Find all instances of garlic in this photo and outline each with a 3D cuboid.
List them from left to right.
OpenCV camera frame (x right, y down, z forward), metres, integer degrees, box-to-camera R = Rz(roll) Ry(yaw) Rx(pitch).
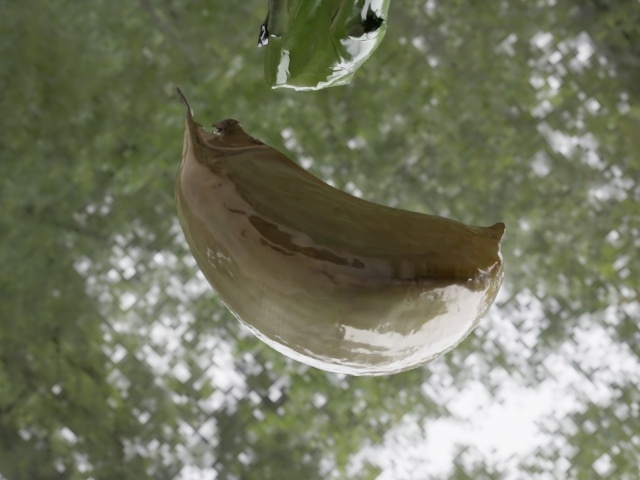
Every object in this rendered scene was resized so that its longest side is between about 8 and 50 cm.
[{"bbox_3d":[-0.016,0.005,1.424,0.151,0.338,0.196,103,13,-47],"label":"garlic"}]

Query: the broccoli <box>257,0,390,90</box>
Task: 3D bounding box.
[{"bbox_3d":[0.019,-0.109,0.553,0.204,0.118,0.122,115,0,-62],"label":"broccoli"}]
